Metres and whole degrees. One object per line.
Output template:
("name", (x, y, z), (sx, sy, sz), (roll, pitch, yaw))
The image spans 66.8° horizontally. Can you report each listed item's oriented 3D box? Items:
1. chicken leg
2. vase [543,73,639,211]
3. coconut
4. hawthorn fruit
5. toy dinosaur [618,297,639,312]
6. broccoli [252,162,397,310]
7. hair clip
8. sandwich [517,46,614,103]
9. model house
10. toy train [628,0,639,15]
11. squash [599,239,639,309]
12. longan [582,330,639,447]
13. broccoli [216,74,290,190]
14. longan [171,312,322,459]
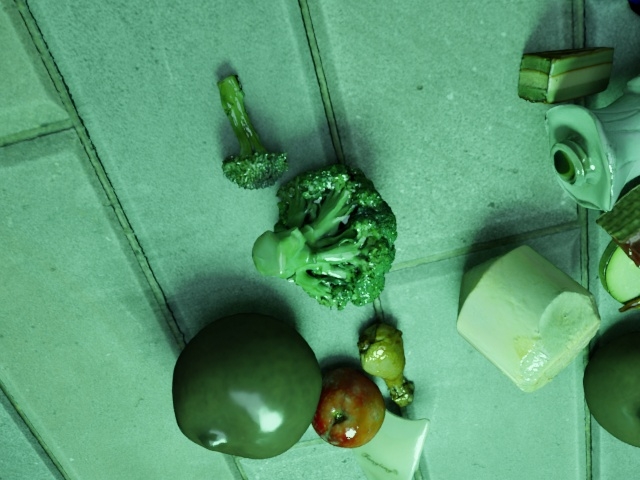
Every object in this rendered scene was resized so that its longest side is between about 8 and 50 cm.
("chicken leg", (0.156, 0.286, 1.085), (0.107, 0.087, 0.251), (-16, 122, 18))
("vase", (0.589, -0.210, 0.757), (0.446, 0.250, 0.249), (-24, 114, 4))
("coconut", (0.380, 0.137, 0.941), (0.239, 0.244, 0.239), (-27, 142, -23))
("hawthorn fruit", (0.055, 0.373, 1.070), (0.173, 0.173, 0.172), (-1, 116, -1))
("toy dinosaur", (0.800, 0.029, 0.909), (0.433, 0.097, 0.208), (-6, 120, 27))
("broccoli", (0.000, 0.000, 0.857), (0.270, 0.270, 0.269), (-13, 126, -45))
("hair clip", (0.161, 0.510, 1.155), (0.173, 0.113, 0.282), (18, 133, 33))
("sandwich", (0.431, -0.273, 0.805), (0.163, 0.113, 0.079), (-3, 115, -1))
("model house", (0.644, -0.019, 0.869), (0.160, 0.254, 0.196), (27, 120, -39))
("toy train", (0.520, -0.433, 0.748), (0.204, 0.082, 0.131), (25, 114, -12))
("squash", (0.696, 0.045, 1.010), (0.219, 0.041, 0.219), (1, 113, 3))
("longan", (0.711, 0.312, 1.008), (0.300, 0.300, 0.243), (-23, 91, 9))
("broccoli", (-0.134, -0.185, 0.853), (0.118, 0.122, 0.204), (-21, 101, -8))
("longan", (-0.145, 0.288, 0.972), (0.298, 0.297, 0.297), (-1, 116, -1))
